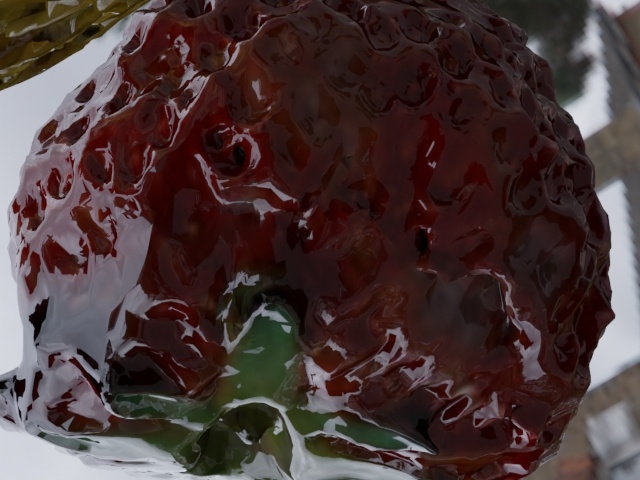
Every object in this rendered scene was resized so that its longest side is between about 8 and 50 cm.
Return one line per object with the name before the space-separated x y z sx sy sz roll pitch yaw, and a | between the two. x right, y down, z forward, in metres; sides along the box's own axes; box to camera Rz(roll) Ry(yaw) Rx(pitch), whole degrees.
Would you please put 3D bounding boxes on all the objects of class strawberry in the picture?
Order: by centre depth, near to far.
strawberry | 0.004 -0.025 0.910 0.292 0.291 0.310 27 -110 -49

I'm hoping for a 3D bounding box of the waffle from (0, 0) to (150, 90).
waffle | -0.054 -0.115 0.510 0.095 0.379 0.382 58 164 -4
